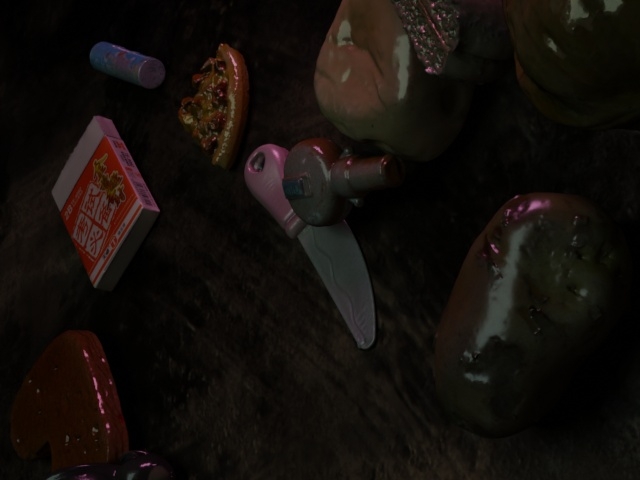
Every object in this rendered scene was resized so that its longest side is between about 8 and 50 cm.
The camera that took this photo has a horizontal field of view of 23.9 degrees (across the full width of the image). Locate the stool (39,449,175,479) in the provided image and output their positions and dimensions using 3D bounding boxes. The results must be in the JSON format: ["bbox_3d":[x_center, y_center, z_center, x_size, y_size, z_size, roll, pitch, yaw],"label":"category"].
[{"bbox_3d":[-0.297,0.372,2.008,0.228,0.153,0.139,-46,48,33],"label":"stool"}]

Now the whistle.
[{"bbox_3d":[0.019,-0.070,1.764,0.220,0.057,0.107,-4,98,55],"label":"whistle"}]

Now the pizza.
[{"bbox_3d":[-0.148,-0.175,2.062,0.134,0.046,0.175,-23,63,46],"label":"pizza"}]

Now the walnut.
[{"bbox_3d":[0.280,-0.232,1.402,0.283,0.227,0.283,-24,52,34],"label":"walnut"}]

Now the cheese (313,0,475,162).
[{"bbox_3d":[0.081,-0.201,1.726,0.218,0.117,0.235,-32,60,44],"label":"cheese"}]

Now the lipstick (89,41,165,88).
[{"bbox_3d":[-0.289,-0.262,2.260,0.158,0.048,0.048,24,99,51],"label":"lipstick"}]

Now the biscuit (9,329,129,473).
[{"bbox_3d":[-0.364,0.281,2.203,0.262,0.052,0.277,-55,44,32],"label":"biscuit"}]

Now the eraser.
[{"bbox_3d":[-0.324,-0.058,2.254,0.157,0.038,0.230,-56,43,25],"label":"eraser"}]

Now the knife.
[{"bbox_3d":[0.002,-0.002,1.850,0.081,0.043,0.336,-49,52,18],"label":"knife"}]

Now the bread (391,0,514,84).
[{"bbox_3d":[0.149,-0.302,1.619,0.337,0.183,0.102,67,148,35],"label":"bread"}]

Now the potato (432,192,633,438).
[{"bbox_3d":[0.199,0.071,1.481,0.262,0.165,0.165,-58,42,18],"label":"potato"}]
